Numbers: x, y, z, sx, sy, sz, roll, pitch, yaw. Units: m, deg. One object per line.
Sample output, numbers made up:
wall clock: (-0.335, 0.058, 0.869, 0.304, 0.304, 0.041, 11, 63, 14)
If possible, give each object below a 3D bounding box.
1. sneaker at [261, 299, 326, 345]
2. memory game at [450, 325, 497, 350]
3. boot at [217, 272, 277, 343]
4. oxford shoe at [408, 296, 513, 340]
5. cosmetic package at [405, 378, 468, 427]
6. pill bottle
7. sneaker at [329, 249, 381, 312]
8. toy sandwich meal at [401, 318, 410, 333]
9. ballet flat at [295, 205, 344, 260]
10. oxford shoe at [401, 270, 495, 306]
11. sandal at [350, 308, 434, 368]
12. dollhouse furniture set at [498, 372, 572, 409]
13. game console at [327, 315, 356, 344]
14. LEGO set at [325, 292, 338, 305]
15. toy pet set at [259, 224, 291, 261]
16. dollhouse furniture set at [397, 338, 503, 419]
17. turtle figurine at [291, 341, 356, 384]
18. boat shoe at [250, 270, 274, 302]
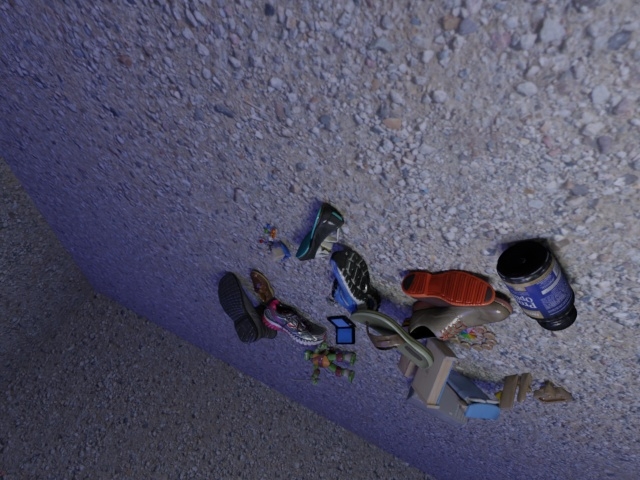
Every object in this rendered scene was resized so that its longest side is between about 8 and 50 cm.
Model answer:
sneaker: (-0.112, 0.369, 1.880, 0.300, 0.120, 0.111, 23, 118, -2)
memory game: (0.490, 0.315, 1.405, 0.186, 0.012, 0.186, 21, 146, 15)
boot: (-0.335, 0.312, 1.948, 0.118, 0.337, 0.223, -26, 167, 18)
oxford shoe: (0.408, 0.247, 1.268, 0.123, 0.130, 0.348, 41, 146, -15)
cosmetic package: (0.496, 0.668, 1.777, 0.238, 0.127, 0.107, 26, 148, 4)
pill bottle: (0.521, 0.114, 1.004, 0.123, 0.122, 0.219, -12, 128, 47)
sneaker: (0.087, 0.156, 1.409, 0.147, 0.129, 0.329, 5, 140, 31)
toy sandwich meal: (0.329, 0.311, 1.514, 0.086, 0.029, 0.085, 21, 147, 15)
ballet flat: (0.000, 0.000, 1.305, 0.096, 0.095, 0.280, 21, 148, -7)
oxford shoe: (0.373, 0.146, 1.216, 0.272, 0.096, 0.098, 6, 156, 44)
sandal: (0.223, 0.320, 1.349, 0.303, 0.086, 0.120, 36, 153, 8)
dollhouse furniture set: (0.723, 0.543, 1.423, 0.151, 0.123, 0.144, 34, 148, -5)
game console: (0.084, 0.374, 1.760, 0.107, 0.071, 0.122, 45, 145, -22)
LEGO set: (0.040, 0.239, 1.655, 0.054, 0.023, 0.083, 14, 144, 25)
toy pet set: (-0.152, 0.011, 1.491, 0.114, 0.065, 0.122, 62, 148, 16)
dollhouse furniture set: (0.501, 0.475, 1.558, 0.304, 0.197, 0.286, 13, -168, -17)
turtle figurine: (0.017, 0.578, 1.960, 0.267, 0.197, 0.274, 7, 159, 18)
boat shoe: (-0.254, 0.199, 1.805, 0.064, 0.060, 0.177, 8, 141, 31)
